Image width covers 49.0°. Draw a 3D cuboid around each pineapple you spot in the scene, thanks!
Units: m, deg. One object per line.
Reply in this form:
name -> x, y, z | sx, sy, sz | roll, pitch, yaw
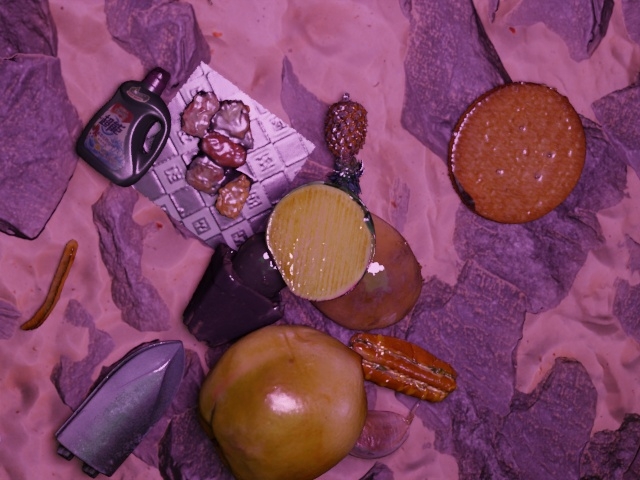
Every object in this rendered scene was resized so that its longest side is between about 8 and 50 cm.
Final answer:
pineapple -> 0.040, -0.177, 1.371 | 0.103, 0.083, 0.221 | 3, 102, -4

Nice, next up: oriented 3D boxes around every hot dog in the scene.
hot dog -> 0.175, 0.270, 1.502 | 0.269, 0.072, 0.115 | 20, 91, -13

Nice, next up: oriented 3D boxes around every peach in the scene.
peach -> -0.069, 0.322, 1.350 | 0.316, 0.281, 0.314 | -11, 138, -18

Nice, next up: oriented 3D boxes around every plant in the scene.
plant -> -0.151, 0.094, 1.363 | 0.164, 0.142, 0.256 | 39, 99, -24

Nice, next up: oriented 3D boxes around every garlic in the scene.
garlic -> 0.122, 0.405, 1.517 | 0.198, 0.090, 0.128 | 3, 87, -7

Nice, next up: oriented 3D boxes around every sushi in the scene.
sushi -> -0.198, -0.144, 1.352 | 0.294, 0.059, 0.292 | 36, 95, -16

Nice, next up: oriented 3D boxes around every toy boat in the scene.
toy boat -> -0.385, 0.326, 1.412 | 0.141, 0.092, 0.319 | 42, 86, -15

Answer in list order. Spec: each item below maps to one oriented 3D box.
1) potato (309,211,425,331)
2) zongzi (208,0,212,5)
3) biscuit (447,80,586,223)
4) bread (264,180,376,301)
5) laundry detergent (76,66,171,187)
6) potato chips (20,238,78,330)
potato -> 0.082, 0.074, 1.424 | 0.239, 0.116, 0.299 | -42, 104, 6
zongzi -> -0.120, -0.486, 1.222 | 0.187, 0.184, 0.084 | -24, 105, -4
biscuit -> 0.408, -0.180, 1.456 | 0.306, 0.038, 0.305 | -2, 105, -9
bread -> 0.000, 0.000, 1.321 | 0.229, 0.033, 0.228 | 0, 90, -24
laundry detergent -> -0.340, -0.216, 1.296 | 0.144, 0.078, 0.221 | 39, 92, 9
potato chips -> -0.520, 0.092, 1.368 | 0.037, 0.026, 0.203 | 30, 97, -1
